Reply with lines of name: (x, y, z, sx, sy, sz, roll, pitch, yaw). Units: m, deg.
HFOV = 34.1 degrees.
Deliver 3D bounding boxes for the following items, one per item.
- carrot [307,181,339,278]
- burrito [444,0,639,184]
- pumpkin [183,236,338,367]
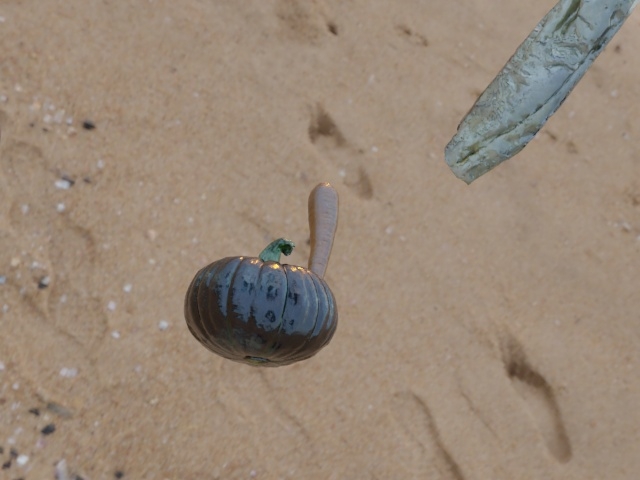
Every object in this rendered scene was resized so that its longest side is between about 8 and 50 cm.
carrot: (0.000, 0.000, 1.520, 0.048, 0.048, 0.216, 19, 48, -16)
burrito: (0.177, -0.139, 0.798, 0.058, 0.229, 0.063, 33, 11, -10)
pumpkin: (-0.075, 0.087, 1.275, 0.194, 0.194, 0.150, 3, 54, -29)
